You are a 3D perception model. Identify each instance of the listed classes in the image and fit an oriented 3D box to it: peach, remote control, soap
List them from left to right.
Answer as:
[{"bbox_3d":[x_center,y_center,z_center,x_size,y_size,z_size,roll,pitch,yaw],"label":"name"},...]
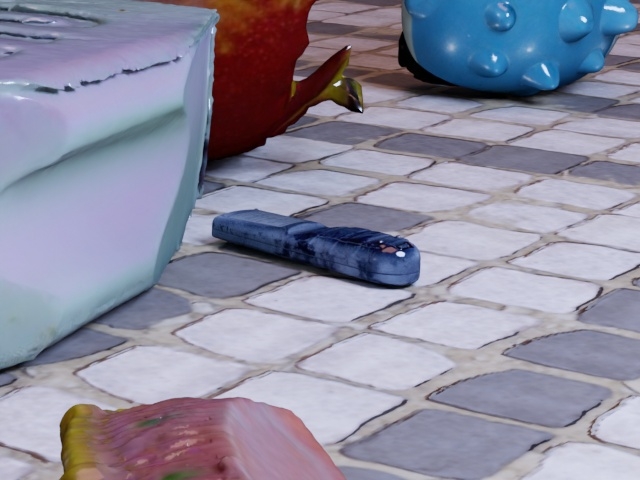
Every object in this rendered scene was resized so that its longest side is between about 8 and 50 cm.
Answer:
[{"bbox_3d":[-0.224,-0.042,1.029,0.261,0.156,0.446,7,15,22],"label":"soap"},{"bbox_3d":[-0.134,-0.229,1.385,0.310,0.335,0.406,-2,23,-7],"label":"peach"},{"bbox_3d":[0.000,0.002,1.132,0.152,0.027,0.043,12,22,41],"label":"remote control"}]

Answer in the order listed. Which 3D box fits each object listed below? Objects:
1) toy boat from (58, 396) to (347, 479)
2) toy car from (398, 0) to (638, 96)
[{"bbox_3d":[-0.031,0.113,0.587,0.141,0.099,0.318,41,8,-13],"label":"toy boat"},{"bbox_3d":[0.197,-0.224,1.695,0.255,0.188,0.190,-9,26,-43],"label":"toy car"}]
